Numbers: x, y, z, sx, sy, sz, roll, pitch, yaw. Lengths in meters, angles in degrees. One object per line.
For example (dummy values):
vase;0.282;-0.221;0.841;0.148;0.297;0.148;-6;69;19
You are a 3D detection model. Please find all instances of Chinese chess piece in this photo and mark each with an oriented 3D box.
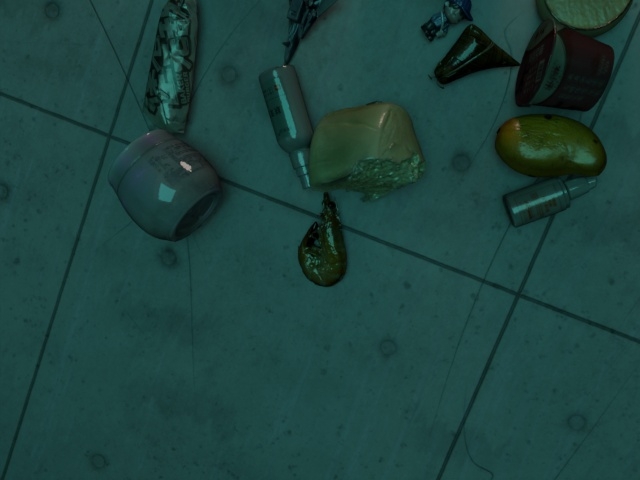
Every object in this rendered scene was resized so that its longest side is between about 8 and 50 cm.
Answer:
Chinese chess piece;0.706;-0.667;1.697;0.250;0.103;0.249;1;96;9

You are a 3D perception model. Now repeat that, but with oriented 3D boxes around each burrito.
burrito;-0.434;-0.543;1.874;0.139;0.101;0.445;12;100;12

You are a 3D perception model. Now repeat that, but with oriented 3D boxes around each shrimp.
shrimp;0.000;0.000;1.899;0.152;0.063;0.287;-3;98;20

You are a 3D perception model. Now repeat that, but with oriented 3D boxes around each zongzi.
zongzi;0.429;-0.476;1.775;0.184;0.084;0.187;37;107;-8

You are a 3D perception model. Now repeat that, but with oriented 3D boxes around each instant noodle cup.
instant noodle cup;0.643;-0.449;1.680;0.179;0.235;0.234;13;98;-4

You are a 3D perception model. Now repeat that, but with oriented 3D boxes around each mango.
mango;0.628;-0.255;1.745;0.295;0.120;0.177;13;87;8

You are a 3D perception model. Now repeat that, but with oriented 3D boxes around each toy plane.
toy plane;-0.065;-0.634;1.816;0.212;0.088;0.267;30;103;27

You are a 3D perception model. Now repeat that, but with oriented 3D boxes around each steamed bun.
steamed bun;0.107;-0.234;1.717;0.290;0.272;0.273;-12;94;28

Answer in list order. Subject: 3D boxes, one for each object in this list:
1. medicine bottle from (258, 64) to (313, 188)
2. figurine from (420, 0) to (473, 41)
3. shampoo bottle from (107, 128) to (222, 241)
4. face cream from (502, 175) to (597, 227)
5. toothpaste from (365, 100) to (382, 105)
medicine bottle;-0.079;-0.323;1.843;0.110;0.110;0.351;-16;94;10
figurine;0.355;-0.621;1.772;0.149;0.086;0.087;-33;51;22
shampoo bottle;-0.445;-0.157;1.832;0.266;0.273;0.273;44;100;10
face cream;0.644;-0.123;1.768;0.252;0.101;0.101;-20;93;10
toothpaste;0.178;-0.305;1.844;0.040;0.047;0.196;-12;95;25
